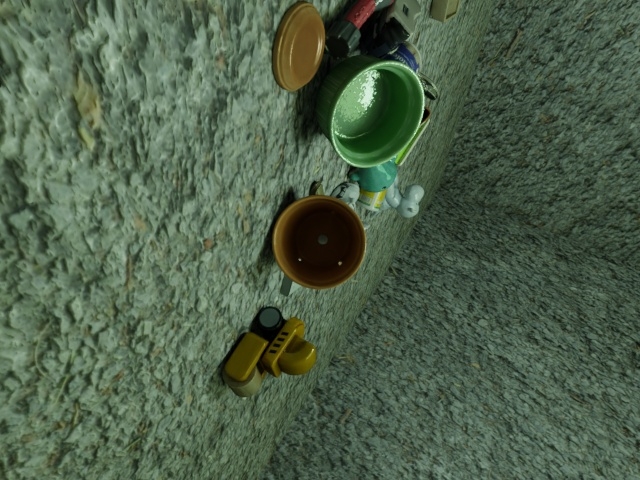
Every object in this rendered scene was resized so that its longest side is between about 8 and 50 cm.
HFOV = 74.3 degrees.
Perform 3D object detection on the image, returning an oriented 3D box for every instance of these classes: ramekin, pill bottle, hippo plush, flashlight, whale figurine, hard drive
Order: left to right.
[{"bbox_3d":[-0.043,0.078,1.686,0.307,0.040,0.203,-32,143,-58],"label":"hard drive"},{"bbox_3d":[0.118,-0.610,1.128,0.304,0.103,0.103,-60,178,-23],"label":"flashlight"},{"bbox_3d":[0.133,-0.380,1.222,0.303,0.148,0.304,-16,131,-19],"label":"ramekin"},{"bbox_3d":[0.248,-0.247,1.921,0.117,0.117,0.209,-15,128,-66],"label":"pill bottle"},{"bbox_3d":[0.219,-0.285,1.690,0.216,0.141,0.272,-25,160,7],"label":"whale figurine"},{"bbox_3d":[0.220,-0.542,1.417,0.265,0.153,0.153,-55,159,-27],"label":"pill bottle"},{"bbox_3d":[0.392,-0.214,2.157,0.295,0.236,0.234,-67,161,7],"label":"hippo plush"}]

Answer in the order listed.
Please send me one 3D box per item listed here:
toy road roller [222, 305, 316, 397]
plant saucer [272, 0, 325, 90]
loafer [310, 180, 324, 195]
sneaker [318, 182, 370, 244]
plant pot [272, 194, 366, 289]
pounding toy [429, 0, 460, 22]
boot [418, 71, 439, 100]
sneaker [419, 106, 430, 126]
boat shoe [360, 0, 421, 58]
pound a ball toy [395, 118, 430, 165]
[{"bbox_3d":[-0.160,0.418,1.494,0.330,0.240,0.203,-54,158,-27],"label":"toy road roller"},{"bbox_3d":[-0.043,-0.457,1.011,0.200,0.037,0.200,-52,158,-31],"label":"plant saucer"},{"bbox_3d":[-0.003,-0.146,1.488,0.056,0.050,0.148,-52,158,-31],"label":"loafer"},{"bbox_3d":[0.107,-0.077,1.621,0.366,0.210,0.138,-48,156,-40],"label":"sneaker"},{"bbox_3d":[0.000,0.000,1.385,0.203,0.290,0.291,-46,161,-85],"label":"plant pot"},{"bbox_3d":[0.518,-0.990,1.759,0.141,0.100,0.130,-41,152,-27],"label":"pounding toy"},{"bbox_3d":[0.361,-0.591,1.711,0.236,0.085,0.179,29,90,-30],"label":"boot"},{"bbox_3d":[0.306,-0.459,1.677,0.290,0.106,0.123,-32,-173,-9],"label":"sneaker"},{"bbox_3d":[0.211,-0.678,1.320,0.158,0.127,0.341,-32,-154,40],"label":"boat shoe"},{"bbox_3d":[0.336,-0.517,1.844,0.208,0.135,0.319,41,76,-39],"label":"pound a ball toy"}]
